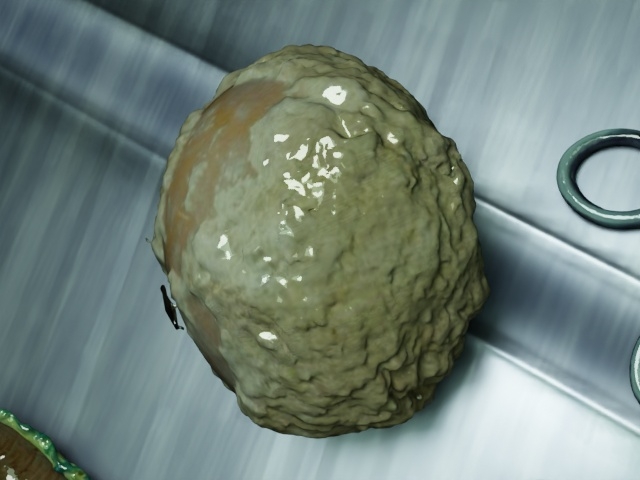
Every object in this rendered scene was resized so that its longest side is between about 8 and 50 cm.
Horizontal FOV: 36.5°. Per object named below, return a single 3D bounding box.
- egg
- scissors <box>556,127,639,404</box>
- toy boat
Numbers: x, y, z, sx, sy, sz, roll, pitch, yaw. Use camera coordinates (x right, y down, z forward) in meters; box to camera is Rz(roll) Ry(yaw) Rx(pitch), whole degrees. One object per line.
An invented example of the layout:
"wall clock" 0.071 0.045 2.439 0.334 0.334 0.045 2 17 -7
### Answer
"egg" 0.000 0.000 0.778 0.279 0.279 0.310 -9 102 16
"scissors" 0.399 -0.029 0.768 0.384 0.029 0.256 -22 70 14
"toy boat" -0.261 0.242 0.893 0.108 0.099 0.293 -45 75 4
